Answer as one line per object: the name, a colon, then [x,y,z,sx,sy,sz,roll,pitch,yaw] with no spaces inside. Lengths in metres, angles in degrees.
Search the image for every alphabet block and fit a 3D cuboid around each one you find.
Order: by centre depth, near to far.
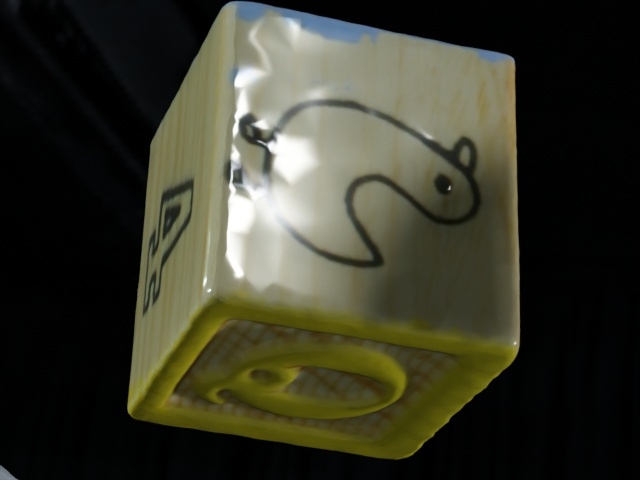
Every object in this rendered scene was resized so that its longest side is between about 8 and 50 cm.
alphabet block: [0.000,0.000,1.159,0.192,0.197,0.193,9,-29,-15]

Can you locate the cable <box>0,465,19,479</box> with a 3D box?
cable: [-0.031,0.148,0.430,0.257,0.089,0.257,45,-13,1]
